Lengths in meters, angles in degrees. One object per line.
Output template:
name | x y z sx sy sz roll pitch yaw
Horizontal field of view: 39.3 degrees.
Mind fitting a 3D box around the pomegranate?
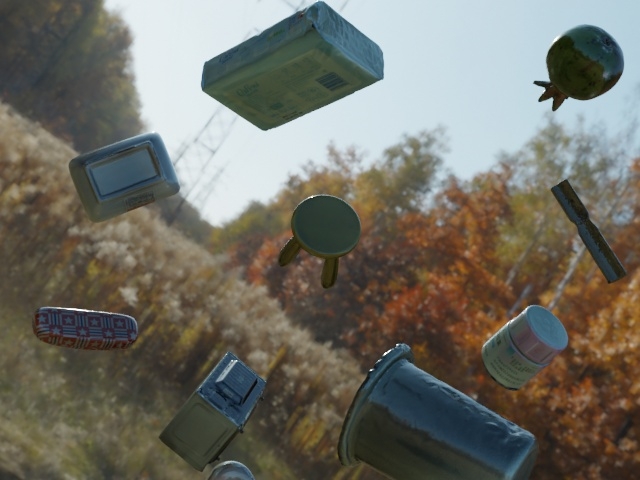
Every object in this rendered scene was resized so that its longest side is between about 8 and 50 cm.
pomegranate | 0.601 -0.399 2.108 0.181 0.181 0.224 35 -34 -1

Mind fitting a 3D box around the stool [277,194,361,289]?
stool | 0.000 0.000 1.426 0.110 0.134 0.135 111 -39 -62

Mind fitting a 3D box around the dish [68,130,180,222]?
dish | -0.418 -0.141 1.914 0.077 0.212 0.151 159 -90 -77

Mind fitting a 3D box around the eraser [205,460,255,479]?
eraser | -0.201 0.636 1.955 0.331 0.331 0.150 35 -13 1

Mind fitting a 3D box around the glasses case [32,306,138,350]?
glasses case | -0.433 0.168 1.650 0.194 0.049 0.073 10 45 -30

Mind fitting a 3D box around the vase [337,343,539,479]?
vase | 0.212 0.344 1.540 0.291 0.245 0.245 24 -9 27

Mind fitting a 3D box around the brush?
brush | 0.531 -0.018 1.783 0.248 0.043 0.036 66 7 33

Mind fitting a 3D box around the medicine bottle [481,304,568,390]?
medicine bottle | 0.466 0.244 2.047 0.135 0.168 0.135 23 40 -21

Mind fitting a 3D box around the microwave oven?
microwave oven | -0.213 0.353 1.850 0.129 0.163 0.205 41 23 -2

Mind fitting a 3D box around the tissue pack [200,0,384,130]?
tissue pack | -0.048 -0.288 1.504 0.263 0.089 0.177 -17 -32 37
